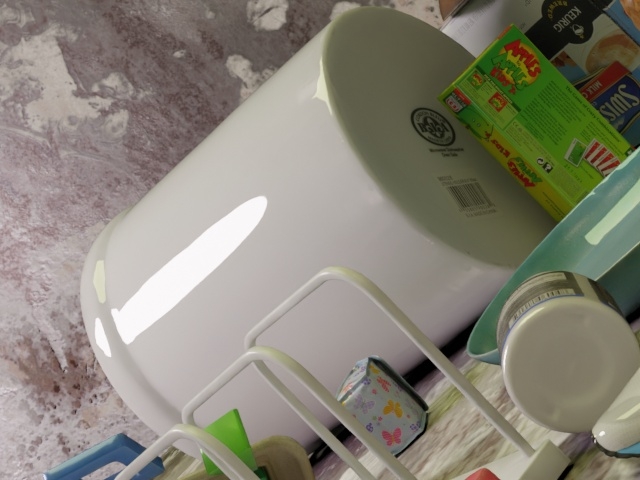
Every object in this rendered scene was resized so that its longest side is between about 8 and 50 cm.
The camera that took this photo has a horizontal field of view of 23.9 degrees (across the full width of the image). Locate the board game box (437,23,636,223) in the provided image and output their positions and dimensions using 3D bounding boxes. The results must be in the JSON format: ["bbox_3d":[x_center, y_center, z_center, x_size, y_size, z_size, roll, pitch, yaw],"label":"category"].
[{"bbox_3d":[0.205,-0.102,1.401,0.092,0.181,0.043,-45,2,-22],"label":"board game box"}]

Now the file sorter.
[{"bbox_3d":[-0.040,0.179,0.842,0.278,0.173,0.193,-46,2,-30],"label":"file sorter"}]

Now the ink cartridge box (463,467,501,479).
[{"bbox_3d":[0.006,0.207,0.558,0.158,0.092,0.218,-43,5,40],"label":"ink cartridge box"}]

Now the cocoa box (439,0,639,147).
[{"bbox_3d":[0.341,-0.278,1.570,0.347,0.228,0.231,-47,2,-27],"label":"cocoa box"}]

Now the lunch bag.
[{"bbox_3d":[0.052,0.136,1.267,0.053,0.071,0.083,-46,1,11],"label":"lunch bag"}]

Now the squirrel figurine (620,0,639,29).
[{"bbox_3d":[0.312,-0.232,0.659,0.281,0.370,0.397,16,-99,-70],"label":"squirrel figurine"}]

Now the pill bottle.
[{"bbox_3d":[0.144,0.060,0.895,0.078,0.078,0.137,-44,2,9],"label":"pill bottle"}]

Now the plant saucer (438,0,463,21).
[{"bbox_3d":[0.174,-0.290,1.522,0.168,0.029,0.168,-46,2,3],"label":"plant saucer"}]

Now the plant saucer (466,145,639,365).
[{"bbox_3d":[0.234,-0.014,1.099,0.317,0.044,0.317,-45,2,2],"label":"plant saucer"}]

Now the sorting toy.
[{"bbox_3d":[-0.089,0.227,1.118,0.196,0.047,0.348,-21,-31,-4],"label":"sorting toy"}]

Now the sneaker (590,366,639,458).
[{"bbox_3d":[0.190,0.022,0.724,0.191,0.083,0.071,-46,4,5],"label":"sneaker"}]

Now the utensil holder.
[{"bbox_3d":[0.000,0.000,1.504,0.385,0.327,0.327,-42,4,35],"label":"utensil holder"}]
